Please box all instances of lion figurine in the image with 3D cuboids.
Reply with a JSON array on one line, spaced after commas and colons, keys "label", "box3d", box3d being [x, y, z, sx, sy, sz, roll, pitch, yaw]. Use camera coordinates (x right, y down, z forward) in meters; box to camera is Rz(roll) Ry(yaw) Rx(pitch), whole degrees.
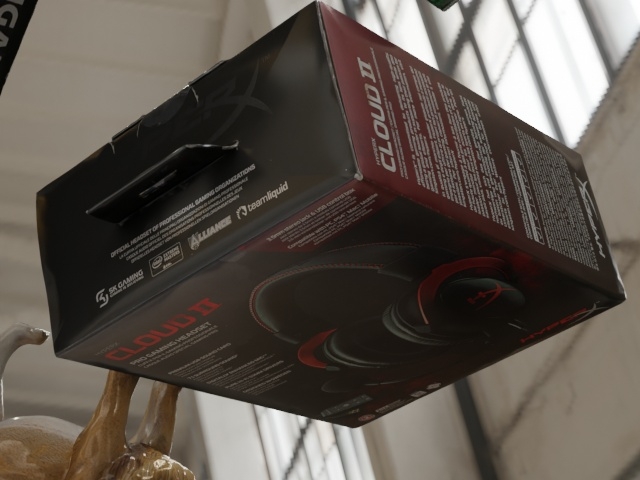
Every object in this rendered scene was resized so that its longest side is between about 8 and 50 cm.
[{"label": "lion figurine", "box3d": [-0.248, 0.195, 1.189, 0.392, 0.240, 0.142, 12, -10, 28]}]

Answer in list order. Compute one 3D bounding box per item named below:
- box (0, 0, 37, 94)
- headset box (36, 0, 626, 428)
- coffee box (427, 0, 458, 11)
[{"label": "box", "box3d": [-0.303, -0.083, 0.785, 0.073, 0.293, 0.296, 11, -73, -48]}, {"label": "headset box", "box3d": [0.000, 0.000, 0.783, 0.218, 0.110, 0.293, -29, -32, 29]}, {"label": "coffee box", "box3d": [0.033, -0.236, 0.822, 0.184, 0.113, 0.040, 35, -20, -8]}]
